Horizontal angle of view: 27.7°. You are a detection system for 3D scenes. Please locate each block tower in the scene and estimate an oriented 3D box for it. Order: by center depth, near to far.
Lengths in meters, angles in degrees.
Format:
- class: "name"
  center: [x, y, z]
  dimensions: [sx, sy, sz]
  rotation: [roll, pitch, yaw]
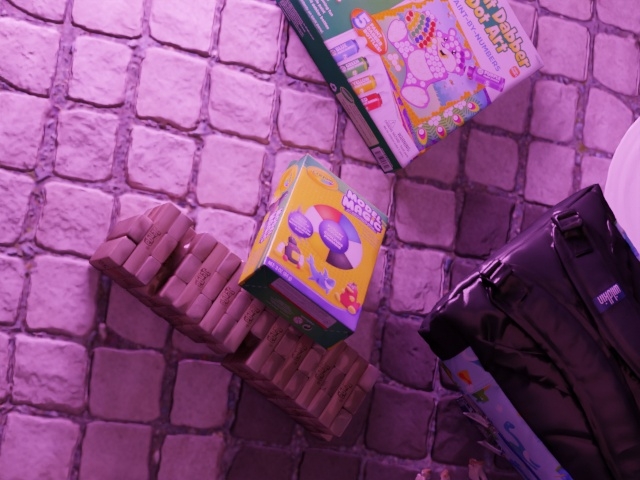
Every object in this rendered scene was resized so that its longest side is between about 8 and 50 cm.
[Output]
- class: "block tower"
  center: [-0.085, 0.089, 1.415]
  dimensions: [0.335, 0.097, 0.091]
  rotation: [39, 72, -16]

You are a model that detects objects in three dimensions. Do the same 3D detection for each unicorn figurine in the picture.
- class: "unicorn figurine"
  center: [0.178, 0.317, 1.530]
  dimensions: [0.162, 0.060, 0.111]
  rotation: [-9, 89, -7]

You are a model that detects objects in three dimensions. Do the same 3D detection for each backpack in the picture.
- class: "backpack"
  center: [0.309, 0.168, 1.509]
  dimensions: [0.290, 0.273, 0.355]
  rotation: [-38, 78, -24]

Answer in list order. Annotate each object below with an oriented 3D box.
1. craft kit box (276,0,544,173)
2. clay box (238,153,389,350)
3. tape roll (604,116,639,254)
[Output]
- class: "craft kit box"
  center: [0.112, -0.248, 1.554]
  dimensions: [0.247, 0.061, 0.250]
  rotation: [-37, 100, -25]
- class: "clay box"
  center: [0.000, 0.000, 1.428]
  dimensions: [0.127, 0.053, 0.222]
  rotation: [37, 42, -17]
- class: "tape roll"
  center: [0.496, -0.050, 1.573]
  dimensions: [0.100, 0.286, 0.286]
  rotation: [-2, 85, -62]
